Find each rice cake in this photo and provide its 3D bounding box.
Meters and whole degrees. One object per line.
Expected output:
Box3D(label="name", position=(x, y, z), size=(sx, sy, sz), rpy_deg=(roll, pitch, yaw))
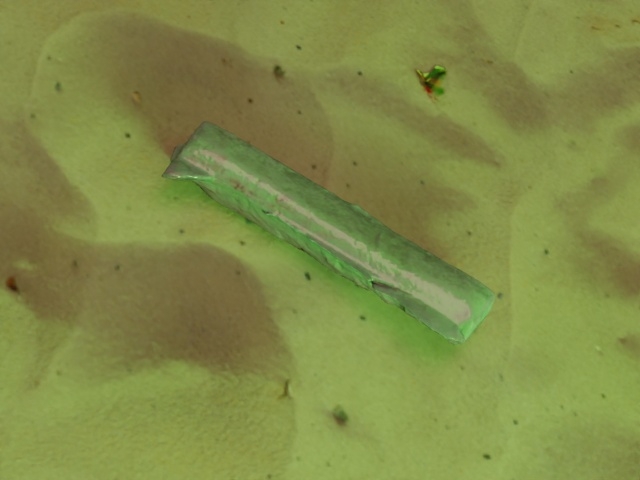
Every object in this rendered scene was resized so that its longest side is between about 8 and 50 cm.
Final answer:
Box3D(label="rice cake", position=(0.002, -0.001, 1.364), size=(0.290, 0.051, 0.081), rpy_deg=(30, 41, 3))
